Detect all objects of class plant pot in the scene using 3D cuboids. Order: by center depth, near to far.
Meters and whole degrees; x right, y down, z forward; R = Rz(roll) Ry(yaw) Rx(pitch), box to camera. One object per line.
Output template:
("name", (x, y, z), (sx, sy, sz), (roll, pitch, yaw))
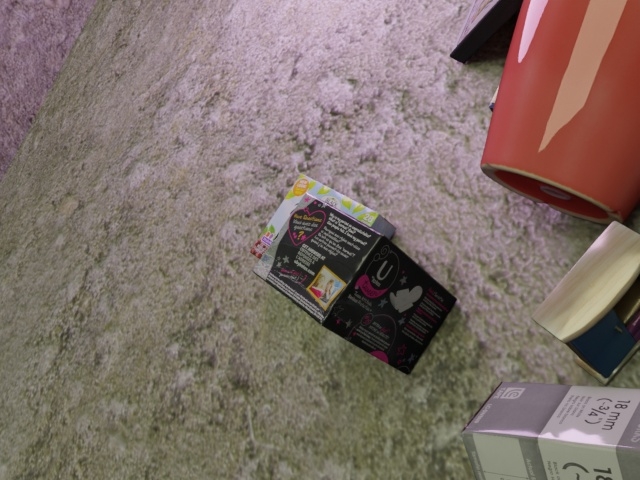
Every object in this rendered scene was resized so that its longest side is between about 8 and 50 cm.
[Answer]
("plant pot", (0.347, -0.166, 0.831), (0.275, 0.275, 0.243), (26, 92, 42))

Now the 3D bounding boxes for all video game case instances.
("video game case", (0.308, -0.441, 1.015), (0.275, 0.035, 0.248), (146, 148, -80))

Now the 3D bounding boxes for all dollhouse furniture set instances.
("dollhouse furniture set", (0.433, 0.108, 0.649), (0.286, 0.198, 0.303), (-51, 49, 4))

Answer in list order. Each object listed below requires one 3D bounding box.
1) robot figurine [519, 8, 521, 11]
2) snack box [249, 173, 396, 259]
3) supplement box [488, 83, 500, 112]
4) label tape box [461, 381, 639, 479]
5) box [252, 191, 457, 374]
("robot figurine", (0.401, -0.383, 0.978), (0.220, 0.128, 0.158), (-21, 94, 26))
("snack box", (0.000, 0.000, 1.108), (0.207, 0.070, 0.174), (32, 88, 41))
("supplement box", (0.323, -0.222, 0.997), (0.083, 0.056, 0.083), (21, 80, 41))
("label tape box", (0.325, 0.265, 0.589), (0.334, 0.106, 0.240), (-9, 104, 44))
("box", (0.055, 0.063, 0.915), (0.163, 0.247, 0.142), (33, 86, 42))
